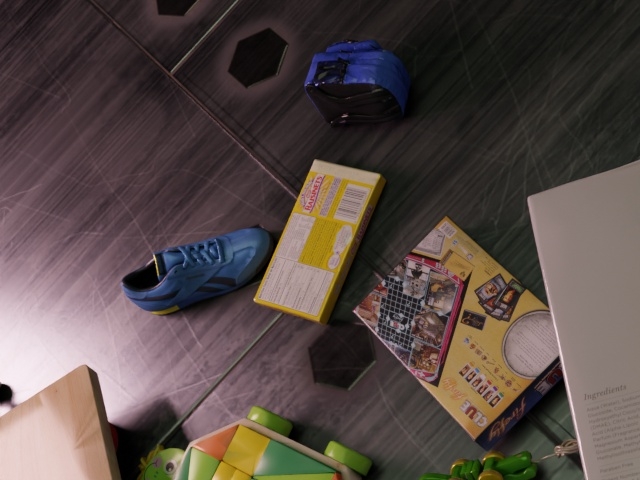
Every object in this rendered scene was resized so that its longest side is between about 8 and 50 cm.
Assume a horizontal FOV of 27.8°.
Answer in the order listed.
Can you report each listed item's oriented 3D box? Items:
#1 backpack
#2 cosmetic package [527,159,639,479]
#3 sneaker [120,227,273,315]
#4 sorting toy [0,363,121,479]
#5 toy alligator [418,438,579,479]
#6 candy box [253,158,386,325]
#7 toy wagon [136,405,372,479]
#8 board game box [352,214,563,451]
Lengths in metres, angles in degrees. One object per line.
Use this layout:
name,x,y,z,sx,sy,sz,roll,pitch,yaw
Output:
backpack,0.055,-0.208,1.672,0.120,0.098,0.101,4,66,30
cosmetic package,0.339,0.136,1.296,0.156,0.217,0.385,-17,63,21
sneaker,-0.163,0.034,1.687,0.209,0.082,0.069,-24,57,15
sorting toy,-0.347,0.332,1.627,0.255,0.089,0.257,-33,48,12
toy alligator,0.199,0.263,1.412,0.190,0.056,0.051,-17,103,19
candy box,0.000,0.000,1.648,0.105,0.027,0.206,15,75,35
toy wagon,-0.102,0.330,1.526,0.344,0.068,0.267,20,78,33
board game box,0.168,0.102,1.491,0.165,0.042,0.243,-45,50,2
